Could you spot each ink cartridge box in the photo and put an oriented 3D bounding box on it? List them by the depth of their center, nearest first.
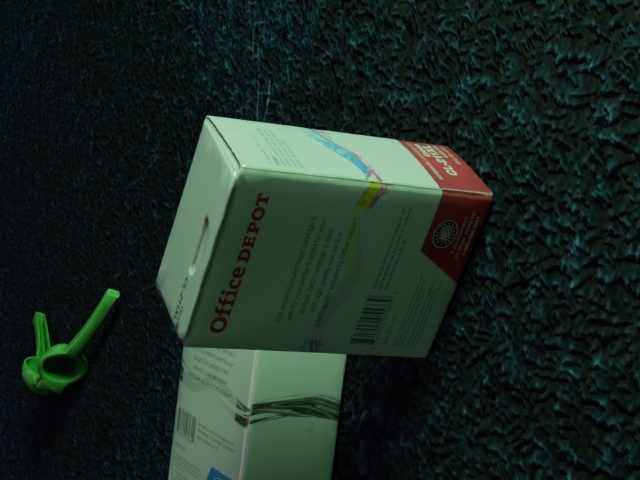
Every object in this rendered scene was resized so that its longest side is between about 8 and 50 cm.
[{"bbox_3d":[0.000,0.000,0.822,0.072,0.175,0.127,57,134,50],"label":"ink cartridge box"},{"bbox_3d":[-0.049,0.115,0.999,0.140,0.082,0.190,13,96,62],"label":"ink cartridge box"}]

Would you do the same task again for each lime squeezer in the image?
[{"bbox_3d":[-0.296,0.127,1.531,0.110,0.059,0.310,-61,18,-21],"label":"lime squeezer"}]
